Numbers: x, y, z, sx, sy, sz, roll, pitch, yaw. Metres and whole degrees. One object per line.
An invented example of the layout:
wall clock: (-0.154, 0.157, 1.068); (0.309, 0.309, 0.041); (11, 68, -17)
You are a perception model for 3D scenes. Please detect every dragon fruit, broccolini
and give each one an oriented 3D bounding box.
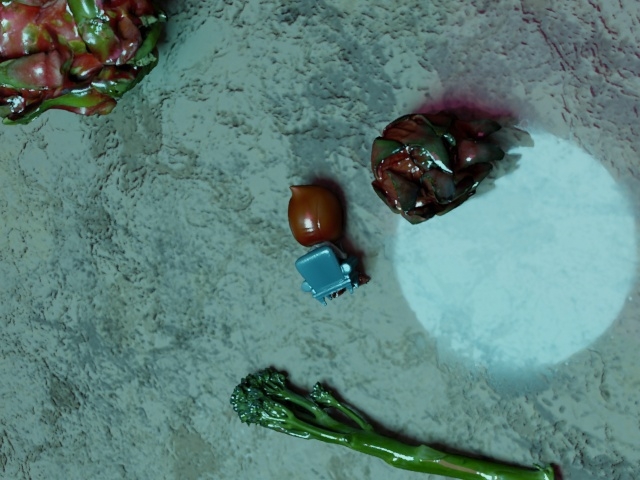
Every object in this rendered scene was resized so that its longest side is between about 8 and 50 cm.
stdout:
dragon fruit: (0.114, -0.077, 1.181); (0.142, 0.121, 0.130); (149, 122, -62)
dragon fruit: (-0.312, -0.254, 1.276); (0.302, 0.237, 0.231); (31, 114, 24)
broccolini: (0.083, 0.220, 1.297); (0.391, 0.079, 0.074); (11, 93, 13)

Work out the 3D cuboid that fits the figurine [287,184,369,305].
figurine: (0.000, 0.000, 1.275); (0.068, 0.075, 0.140); (-21, 93, 25)
